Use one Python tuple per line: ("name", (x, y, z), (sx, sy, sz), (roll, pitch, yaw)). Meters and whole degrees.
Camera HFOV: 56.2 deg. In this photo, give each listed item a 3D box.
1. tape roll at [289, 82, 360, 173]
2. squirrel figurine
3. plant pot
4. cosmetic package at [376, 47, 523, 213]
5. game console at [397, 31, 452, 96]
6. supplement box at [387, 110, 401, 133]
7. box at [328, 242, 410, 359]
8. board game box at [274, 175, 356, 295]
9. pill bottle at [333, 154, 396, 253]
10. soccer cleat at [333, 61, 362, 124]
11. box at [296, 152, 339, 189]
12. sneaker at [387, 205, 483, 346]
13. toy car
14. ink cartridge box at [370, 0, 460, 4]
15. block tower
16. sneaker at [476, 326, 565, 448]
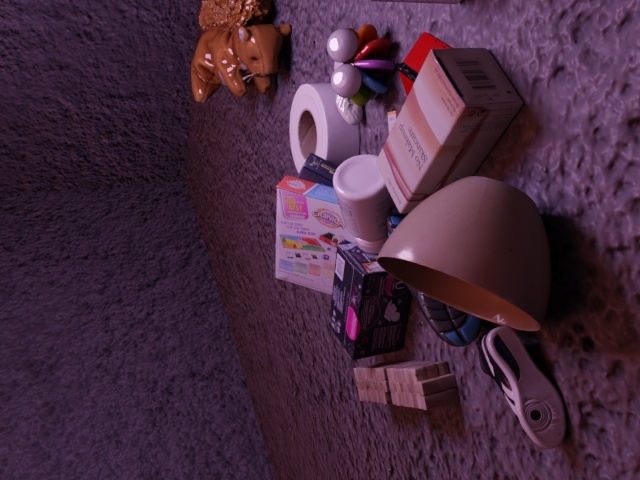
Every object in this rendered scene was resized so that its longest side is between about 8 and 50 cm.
("tape roll", (0.006, -0.297, 1.690), (0.286, 0.100, 0.285), (173, 90, -67))
("squirrel figurine", (-0.269, -0.687, 2.027), (0.370, 0.281, 0.396), (1, 100, 61))
("plant pot", (0.260, 0.005, 1.001), (0.190, 0.284, 0.284), (-65, 21, -9))
("cosmetic package", (0.229, -0.200, 1.136), (0.296, 0.129, 0.153), (112, 142, -51))
("game console", (0.231, -0.338, 1.242), (0.124, 0.085, 0.144), (60, 178, -43))
("supplement box", (0.185, -0.235, 1.320), (0.036, 0.062, 0.098), (-171, 74, -65))
("box", (0.122, 0.143, 1.491), (0.163, 0.142, 0.247), (-129, 39, -55))
("board game box", (0.000, 0.000, 1.611), (0.064, 0.243, 0.316), (-58, -21, -48))
("pill bottle", (0.112, -0.075, 1.369), (0.229, 0.131, 0.131), (70, 175, -52))
("soccer cleat", (0.074, -0.395, 1.541), (0.076, 0.068, 0.196), (146, 117, -62))
("box", (0.012, -0.115, 1.630), (0.059, 0.184, 0.232), (-64, 4, -33))
("sneaker", (0.239, 0.079, 1.255), (0.139, 0.125, 0.340), (82, 172, -54))
("toy car", (0.106, -0.409, 1.389), (0.136, 0.159, 0.181), (-5, 93, 31))
("ink cartridge box", (0.182, -0.583, 1.038), (0.198, 0.197, 0.269), (151, 110, -66))
("block tower", (0.196, 0.341, 1.440), (0.335, 0.097, 0.090), (155, 107, -65))
("sneaker", (0.354, 0.259, 1.071), (0.121, 0.079, 0.216), (93, 155, -76))
